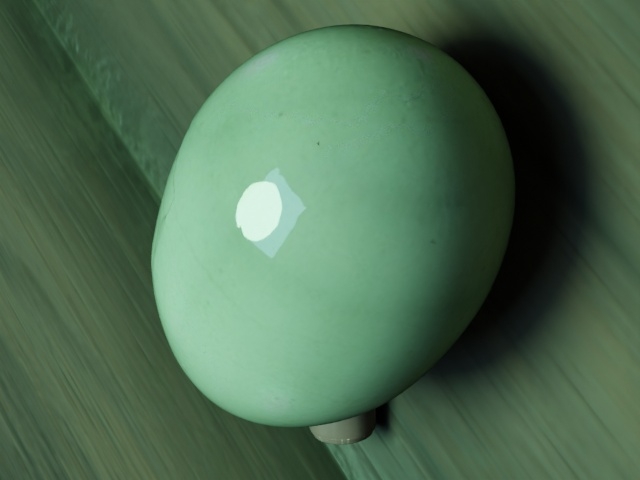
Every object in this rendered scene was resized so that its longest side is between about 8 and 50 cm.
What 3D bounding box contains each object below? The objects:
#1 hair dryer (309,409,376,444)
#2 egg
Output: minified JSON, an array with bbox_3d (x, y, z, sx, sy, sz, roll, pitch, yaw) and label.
[{"bbox_3d":[-0.010,0.062,0.756,0.114,0.037,0.063,25,122,55],"label":"hair dryer"},{"bbox_3d":[0.000,0.000,0.618,0.151,0.151,0.209,55,133,26],"label":"egg"}]
